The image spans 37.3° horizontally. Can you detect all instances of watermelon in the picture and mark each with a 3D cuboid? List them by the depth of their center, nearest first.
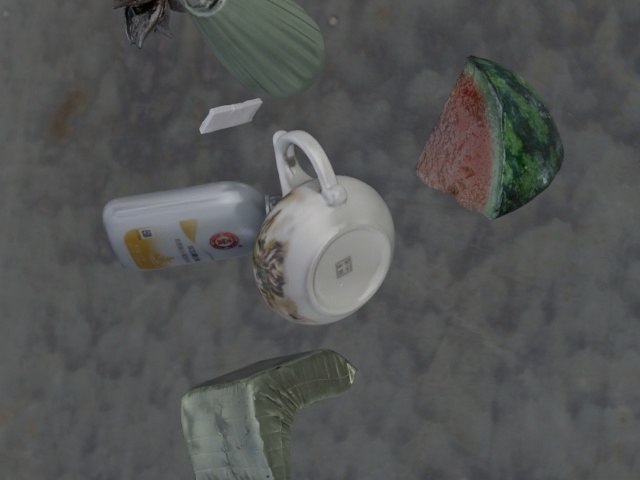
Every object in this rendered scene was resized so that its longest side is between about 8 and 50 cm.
[{"bbox_3d":[0.209,-0.135,1.261,0.202,0.136,0.207,-27,93,13],"label":"watermelon"}]

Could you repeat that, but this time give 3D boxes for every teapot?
[{"bbox_3d":[0.000,0.000,1.233,0.139,0.204,0.298,38,138,47],"label":"teapot"}]

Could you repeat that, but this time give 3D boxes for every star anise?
[{"bbox_3d":[-0.269,-0.403,1.487,0.061,0.181,0.204,15,101,22],"label":"star anise"}]

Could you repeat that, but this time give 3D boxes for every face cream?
[{"bbox_3d":[-0.143,-0.024,1.306,0.291,0.144,0.071,-8,54,1],"label":"face cream"}]

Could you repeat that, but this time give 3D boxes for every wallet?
[{"bbox_3d":[-0.112,-0.156,1.194,0.011,0.083,0.044,56,138,16],"label":"wallet"}]

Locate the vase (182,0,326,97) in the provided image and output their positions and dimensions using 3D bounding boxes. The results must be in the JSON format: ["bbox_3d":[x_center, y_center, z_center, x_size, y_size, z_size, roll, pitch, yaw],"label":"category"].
[{"bbox_3d":[-0.085,-0.265,1.189,0.128,0.248,0.128,-5,78,22],"label":"vase"}]

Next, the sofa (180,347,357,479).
[{"bbox_3d":[-0.075,0.282,1.483,0.210,0.225,0.175,-18,88,41],"label":"sofa"}]
